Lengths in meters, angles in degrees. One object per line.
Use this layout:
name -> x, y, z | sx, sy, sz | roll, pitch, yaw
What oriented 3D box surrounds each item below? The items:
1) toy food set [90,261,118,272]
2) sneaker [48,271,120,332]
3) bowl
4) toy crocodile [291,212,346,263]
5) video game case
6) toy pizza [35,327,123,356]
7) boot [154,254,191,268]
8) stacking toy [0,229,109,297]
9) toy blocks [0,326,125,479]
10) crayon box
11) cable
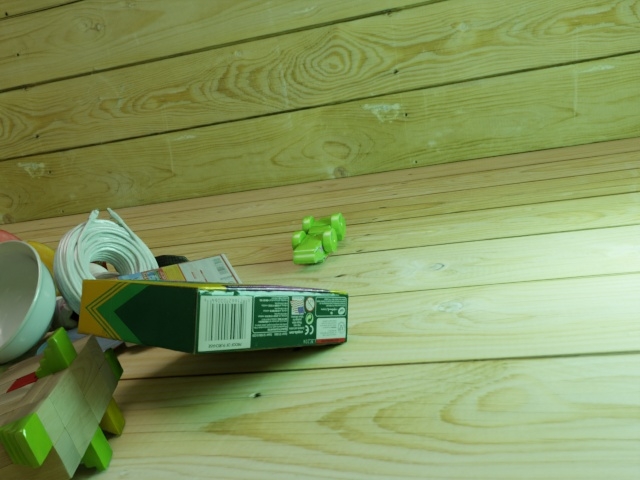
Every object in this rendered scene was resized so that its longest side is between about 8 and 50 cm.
toy food set -> -0.646, 0.102, 1.971 | 0.232, 0.105, 0.111 | -37, 37, -24
sneaker -> -0.553, 0.155, 1.618 | 0.111, 0.103, 0.252 | 4, 25, 34
bowl -> -0.692, 0.158, 1.475 | 0.297, 0.298, 0.134 | -4, -30, 26
toy crocodile -> 0.000, 0.000, 1.857 | 0.115, 0.105, 0.340 | -6, 18, 14
video game case -> -0.312, 0.124, 1.471 | 0.285, 0.025, 0.204 | -12, 41, -25
toy pizza -> -0.497, 0.223, 1.406 | 0.201, 0.032, 0.201 | -9, 14, 2
boot -> -0.433, 0.069, 1.923 | 0.246, 0.084, 0.161 | -2, 9, 26
stacking toy -> -0.778, 0.102, 1.699 | 0.479, 0.351, 0.350 | 4, 9, -15
toy blocks -> -0.453, 0.269, 0.937 | 0.260, 0.191, 0.381 | -22, 13, -1
crayon box -> -0.182, 0.127, 1.176 | 0.313, 0.106, 0.362 | -1, -5, 40
cable -> -0.503, 0.075, 1.565 | 0.089, 0.257, 0.257 | -34, 16, 35
